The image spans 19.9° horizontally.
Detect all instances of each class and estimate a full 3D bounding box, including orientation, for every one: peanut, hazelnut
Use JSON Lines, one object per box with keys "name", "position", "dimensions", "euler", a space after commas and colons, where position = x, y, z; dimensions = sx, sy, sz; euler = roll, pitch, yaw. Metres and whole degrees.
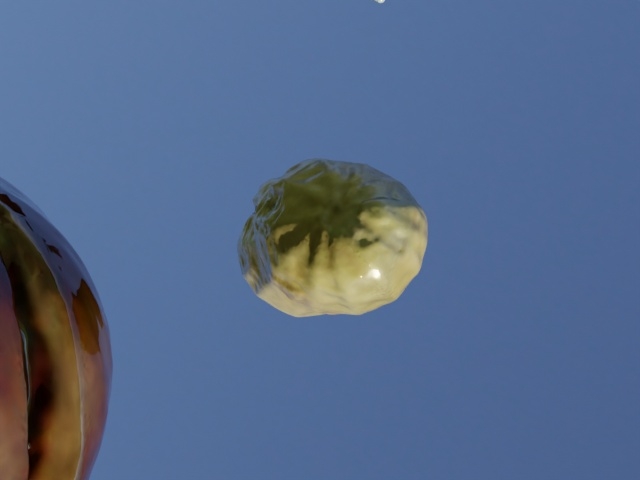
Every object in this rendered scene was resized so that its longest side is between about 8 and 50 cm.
{"name": "peanut", "position": [0.000, 0.000, 1.500], "dimensions": [0.290, 0.130, 0.130], "euler": [164, -59, -76]}
{"name": "hazelnut", "position": [-0.320, 0.102, 1.354], "dimensions": [0.359, 0.359, 0.409], "euler": [-62, -153, 7]}

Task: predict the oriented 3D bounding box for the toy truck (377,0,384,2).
{"name": "toy truck", "position": [0.050, -0.287, 1.805], "dimensions": [0.077, 0.076, 0.111], "euler": [-14, -103, 17]}
